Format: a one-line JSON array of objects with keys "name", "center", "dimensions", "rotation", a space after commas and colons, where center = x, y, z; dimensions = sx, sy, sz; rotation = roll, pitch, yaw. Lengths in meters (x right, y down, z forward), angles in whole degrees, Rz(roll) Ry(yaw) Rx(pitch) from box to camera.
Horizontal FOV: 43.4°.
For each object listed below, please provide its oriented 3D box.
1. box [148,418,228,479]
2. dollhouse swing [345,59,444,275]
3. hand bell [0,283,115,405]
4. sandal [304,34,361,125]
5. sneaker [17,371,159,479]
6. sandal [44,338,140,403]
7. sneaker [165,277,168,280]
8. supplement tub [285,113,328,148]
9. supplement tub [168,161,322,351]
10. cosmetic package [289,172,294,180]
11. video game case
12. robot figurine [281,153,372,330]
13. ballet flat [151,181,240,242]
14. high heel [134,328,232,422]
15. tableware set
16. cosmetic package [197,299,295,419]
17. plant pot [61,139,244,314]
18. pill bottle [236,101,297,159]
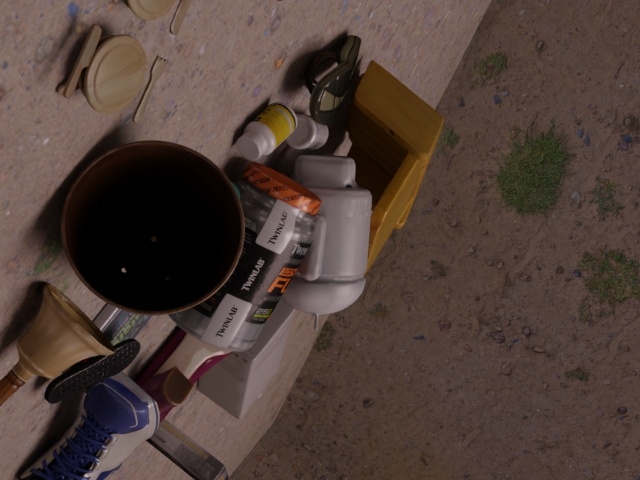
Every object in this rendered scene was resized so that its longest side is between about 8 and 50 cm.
[{"name": "box", "center": [-0.317, 0.478, 1.832], "dimensions": [0.056, 0.231, 0.183], "rotation": [-51, 167, -22]}, {"name": "dollhouse swing", "center": [0.097, -0.154, 1.888], "dimensions": [0.305, 0.315, 0.347], "rotation": [-42, 164, -22]}, {"name": "hand bell", "center": [-0.398, 0.183, 1.034], "dimensions": [0.242, 0.126, 0.126], "rotation": [-44, 168, -8]}, {"name": "sandal", "center": [0.014, -0.314, 1.551], "dimensions": [0.302, 0.086, 0.120], "rotation": [-70, 178, -57]}, {"name": "sneaker", "center": [-0.397, 0.366, 1.357], "dimensions": [0.182, 0.127, 0.315], "rotation": [-46, 173, -50]}, {"name": "sandal", "center": [-0.357, 0.193, 1.256], "dimensions": [0.179, 0.040, 0.067], "rotation": [-26, 143, -44]}, {"name": "sneaker", "center": [-0.223, 0.030, 1.372], "dimensions": [0.170, 0.089, 0.051], "rotation": [-59, 170, -2]}, {"name": "supplement tub", "center": [-0.029, -0.219, 1.627], "dimensions": [0.071, 0.071, 0.107], "rotation": [-61, 170, 11]}, {"name": "supplement tub", "center": [-0.138, 0.027, 1.478], "dimensions": [0.316, 0.194, 0.193], "rotation": [-60, 170, 10]}, {"name": "cosmetic package", "center": [-0.071, -0.006, 1.934], "dimensions": [0.160, 0.113, 0.309], "rotation": [-53, 169, -27]}, {"name": "video game case", "center": [-0.348, 0.159, 1.342], "dimensions": [0.190, 0.022, 0.173], "rotation": [-55, 170, -20]}, {"name": "robot figurine", "center": [0.000, 0.000, 1.665], "dimensions": [0.300, 0.200, 0.353], "rotation": [-33, 128, -77]}, {"name": "ballet flat", "center": [-0.217, -0.041, 1.305], "dimensions": [0.073, 0.080, 0.232], "rotation": [-32, -176, 33]}, {"name": "high heel", "center": [-0.304, 0.256, 1.723], "dimensions": [0.181, 0.127, 0.377], "rotation": [-31, -170, 30]}, {"name": "tableware set", "center": [-0.205, -0.229, 0.853], "dimensions": [0.194, 0.039, 0.128], "rotation": [-65, 158, 5]}, {"name": "cosmetic package", "center": [-0.194, 0.285, 2.069], "dimensions": [0.197, 0.155, 0.365], "rotation": [-51, 168, -35]}, {"name": "plant pot", "center": [-0.223, 0.009, 1.067], "dimensions": [0.215, 0.215, 0.230], "rotation": [-55, -177, -19]}, {"name": "pill bottle", "center": [-0.095, -0.189, 1.410], "dimensions": [0.116, 0.065, 0.065], "rotation": [-50, 167, -42]}]
